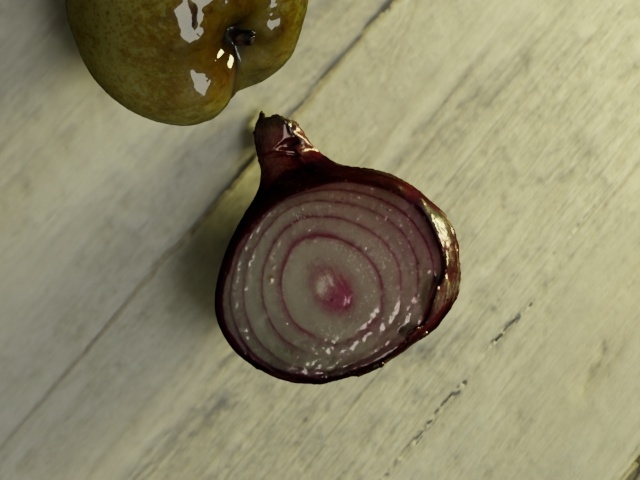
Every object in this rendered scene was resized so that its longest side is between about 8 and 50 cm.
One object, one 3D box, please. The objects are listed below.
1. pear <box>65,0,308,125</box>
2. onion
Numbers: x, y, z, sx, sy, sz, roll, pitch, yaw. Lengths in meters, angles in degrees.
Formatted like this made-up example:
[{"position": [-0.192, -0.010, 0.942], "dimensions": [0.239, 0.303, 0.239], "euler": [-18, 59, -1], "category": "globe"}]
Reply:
[{"position": [-0.086, -0.162, 1.061], "dimensions": [0.167, 0.136, 0.167], "euler": [-26, 134, -31], "category": "pear"}, {"position": [0.000, 0.000, 1.244], "dimensions": [0.195, 0.218, 0.140], "euler": [-27, 177, 7], "category": "onion"}]
